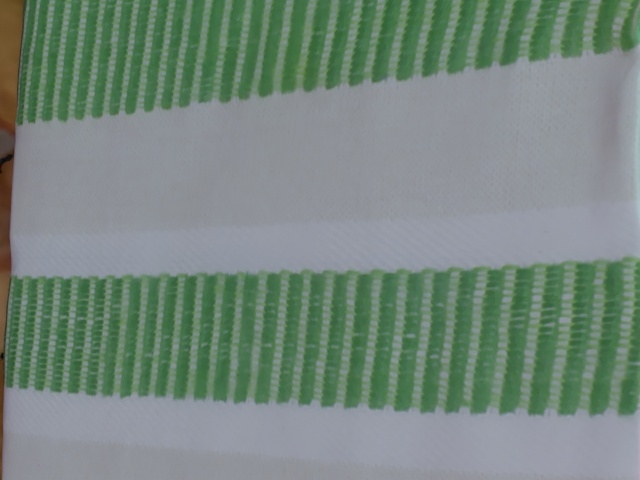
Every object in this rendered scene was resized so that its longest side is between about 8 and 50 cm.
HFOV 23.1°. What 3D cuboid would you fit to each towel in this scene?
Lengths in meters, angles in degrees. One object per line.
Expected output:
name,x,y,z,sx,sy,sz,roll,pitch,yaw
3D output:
towel,0.000,0.000,0.426,0.248,0.038,0.324,-2,86,41
